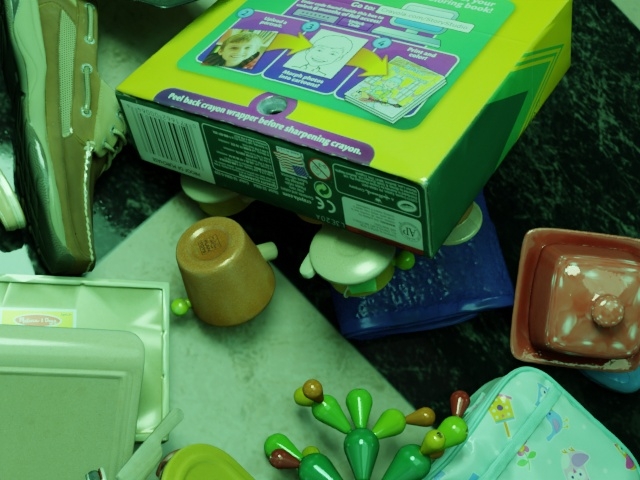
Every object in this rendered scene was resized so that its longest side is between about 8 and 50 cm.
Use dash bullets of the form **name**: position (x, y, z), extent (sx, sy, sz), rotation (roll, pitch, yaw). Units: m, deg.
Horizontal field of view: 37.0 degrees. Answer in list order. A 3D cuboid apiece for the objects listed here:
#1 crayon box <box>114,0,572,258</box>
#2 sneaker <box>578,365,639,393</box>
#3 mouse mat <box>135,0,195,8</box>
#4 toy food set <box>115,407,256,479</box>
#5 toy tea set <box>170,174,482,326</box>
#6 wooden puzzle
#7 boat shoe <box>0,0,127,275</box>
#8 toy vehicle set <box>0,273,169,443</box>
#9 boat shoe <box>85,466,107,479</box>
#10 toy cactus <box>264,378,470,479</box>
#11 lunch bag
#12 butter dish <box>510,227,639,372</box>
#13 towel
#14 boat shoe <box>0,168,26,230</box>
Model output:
- **crayon box**: position (0.029, -0.167, 0.995), extent (0.363, 0.106, 0.313), rotation (20, 52, 29)
- **sneaker**: position (0.329, 0.100, 1.161), extent (0.069, 0.082, 0.209), rotation (-40, 91, -28)
- **mouse mat**: position (-0.190, -0.287, 1.050), extent (0.189, 0.007, 0.152), rotation (19, 33, 28)
- **toy food set**: position (-0.121, 0.276, 0.945), extent (0.218, 0.071, 0.128), rotation (49, 31, -14)
- **toy tea set**: position (0.000, 0.000, 1.015), extent (0.336, 0.124, 0.200), rotation (1, 53, 17)
- **wooden puzzle**: position (-0.287, 0.195, 0.895), extent (0.221, 0.044, 0.239), rotation (5, 99, -19)
- **boat shoe**: position (-0.258, -0.128, 1.001), extent (0.120, 0.122, 0.324), rotation (-6, 76, -25)
- **toy vehicle set**: position (-0.285, 0.119, 0.956), extent (0.267, 0.035, 0.166), rotation (4, 73, -19)
- **boat shoe**: position (-0.215, 0.276, 0.886), extent (0.043, 0.049, 0.137), rotation (0, 105, -16)
- **toy cactus**: position (0.045, 0.225, 0.966), extent (0.219, 0.112, 0.180), rotation (-3, 54, 6)
- **lunch bag**: position (0.201, 0.288, 1.039), extent (0.224, 0.108, 0.279), rotation (46, 64, -2)
- **butter dish**: position (0.306, 0.073, 1.070), extent (0.160, 0.118, 0.160), rotation (7, 94, -2)
- **towel**: position (0.091, -0.045, 1.130), extent (0.227, 0.076, 0.308), rotation (-7, 77, -25)
- **boat shoe**: position (-0.366, -0.069, 0.978), extent (0.059, 0.063, 0.170), rotation (-36, 78, -23)
